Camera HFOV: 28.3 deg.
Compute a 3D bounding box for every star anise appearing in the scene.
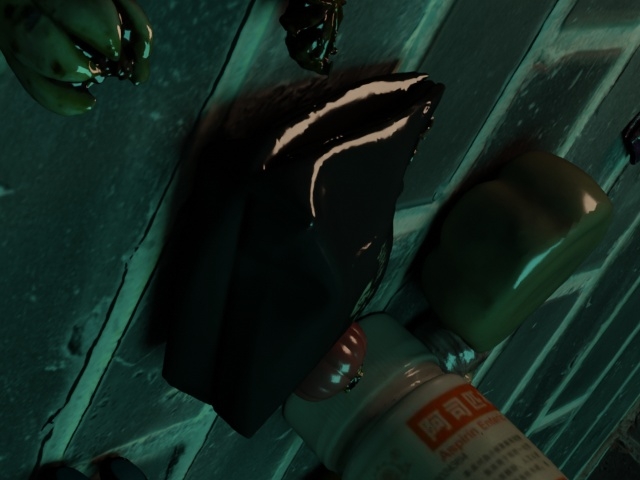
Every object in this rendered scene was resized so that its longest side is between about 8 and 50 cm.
[{"bbox_3d":[-0.017,-0.197,0.925,0.191,0.070,0.097,71,37,-62],"label":"star anise"}]

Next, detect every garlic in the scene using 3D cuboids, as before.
[{"bbox_3d":[0.167,0.164,1.728,0.159,0.102,0.147,-17,141,-49],"label":"garlic"}]

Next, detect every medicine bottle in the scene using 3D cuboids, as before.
[{"bbox_3d":[0.144,0.278,1.538,0.211,0.371,0.211,-36,155,-20],"label":"medicine bottle"}]

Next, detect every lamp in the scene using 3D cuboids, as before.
[{"bbox_3d":[0.005,0.130,1.423,0.107,0.092,0.107,-48,-172,9],"label":"lamp"}]

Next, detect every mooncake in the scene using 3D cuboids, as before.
[{"bbox_3d":[0.240,0.011,1.579,0.275,0.135,0.275,-38,158,-18],"label":"mooncake"}]

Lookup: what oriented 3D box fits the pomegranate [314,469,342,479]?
[{"bbox_3d":[0.055,0.399,1.832,0.148,0.169,0.149,9,90,-85],"label":"pomegranate"}]

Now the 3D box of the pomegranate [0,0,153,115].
[{"bbox_3d":[-0.158,-0.161,0.582,0.179,0.210,0.179,18,90,-72],"label":"pomegranate"}]

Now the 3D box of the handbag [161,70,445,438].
[{"bbox_3d":[0.000,0.000,1.173,0.288,0.152,0.342,-42,159,-40],"label":"handbag"}]

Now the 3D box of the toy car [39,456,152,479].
[{"bbox_3d":[-0.224,0.353,1.262,0.204,0.198,0.248,-55,155,17],"label":"toy car"}]

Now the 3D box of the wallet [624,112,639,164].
[{"bbox_3d":[0.501,-0.185,1.824,0.166,0.030,0.111,-47,155,0],"label":"wallet"}]
